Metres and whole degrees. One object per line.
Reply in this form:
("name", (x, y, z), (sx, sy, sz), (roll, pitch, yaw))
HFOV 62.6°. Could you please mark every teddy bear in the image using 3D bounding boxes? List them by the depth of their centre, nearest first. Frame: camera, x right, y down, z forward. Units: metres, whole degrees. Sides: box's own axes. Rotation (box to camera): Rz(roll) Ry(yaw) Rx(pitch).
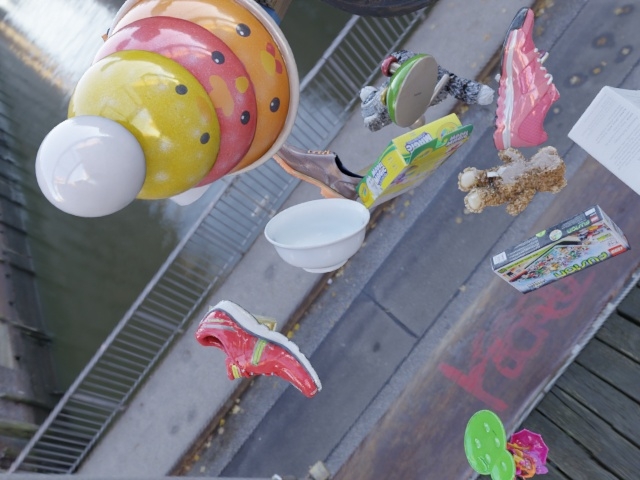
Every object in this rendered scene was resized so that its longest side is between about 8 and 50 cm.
("teddy bear", (0.634, -0.195, 1.759), (0.338, 0.113, 0.245), (-29, 53, 1))

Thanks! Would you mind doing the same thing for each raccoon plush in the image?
("raccoon plush", (0.351, -0.486, 1.890), (0.446, 0.216, 0.299), (29, 97, 29))

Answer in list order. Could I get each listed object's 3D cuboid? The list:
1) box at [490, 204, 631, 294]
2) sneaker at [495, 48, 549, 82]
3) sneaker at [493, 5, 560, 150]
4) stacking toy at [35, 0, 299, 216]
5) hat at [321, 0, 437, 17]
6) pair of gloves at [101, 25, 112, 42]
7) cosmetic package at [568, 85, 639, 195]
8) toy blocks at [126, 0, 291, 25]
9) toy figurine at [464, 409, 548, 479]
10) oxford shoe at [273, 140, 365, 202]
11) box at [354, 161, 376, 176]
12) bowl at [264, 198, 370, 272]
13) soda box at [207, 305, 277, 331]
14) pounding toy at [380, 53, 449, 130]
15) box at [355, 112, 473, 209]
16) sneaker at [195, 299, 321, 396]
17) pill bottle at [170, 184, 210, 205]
("box", (0.431, 0.023, 0.954), (0.207, 0.114, 0.036), (-33, 39, 35))
("sneaker", (0.546, -0.474, 1.424), (0.084, 0.069, 0.185), (37, 62, 9))
("sneaker", (0.475, -0.361, 1.195), (0.136, 0.313, 0.116), (6, 23, 17))
("stacking toy", (-0.236, -0.167, 0.768), (0.351, 0.350, 0.480), (-29, 24, 25))
("hat", (0.056, -0.419, 0.568), (0.331, 0.331, 0.134), (-29, 25, 26))
("pair of gloves", (-0.465, -0.462, 1.226), (0.074, 0.083, 0.010), (-29, 3, 16))
("cosmetic package", (0.824, -0.198, 1.255), (0.385, 0.217, 0.156), (55, 137, 34))
("toy blocks", (-0.200, -0.495, 0.972), (0.381, 0.191, 0.260), (28, 96, 7))
("toy figurine", (0.422, 0.455, 1.123), (0.173, 0.159, 0.130), (-121, 50, -65))
("oxford shoe", (-0.013, -0.256, 1.725), (0.132, 0.364, 0.130), (-55, 4, 25))
("box", (0.208, -0.273, 1.996), (0.164, 0.021, 0.201), (-27, 11, 7))
("bowl", (0.000, 0.000, 1.500), (0.298, 0.134, 0.298), (-8, 28, 5))
("soda box", (-0.208, 0.219, 1.379), (0.061, 0.181, 0.058), (-171, 93, -79))
("pounding toy", (0.213, -0.389, 1.343), (0.110, 0.237, 0.182), (32, 105, 27))
("box", (0.122, -0.106, 0.709), (0.105, 0.043, 0.179), (-26, -8, -21))
("sneaker", (-0.126, 0.234, 1.026), (0.279, 0.107, 0.118), (29, 58, 20))
("pill bottle", (-0.369, -0.205, 1.132), (0.161, 0.283, 0.161), (-23, 47, 27))
